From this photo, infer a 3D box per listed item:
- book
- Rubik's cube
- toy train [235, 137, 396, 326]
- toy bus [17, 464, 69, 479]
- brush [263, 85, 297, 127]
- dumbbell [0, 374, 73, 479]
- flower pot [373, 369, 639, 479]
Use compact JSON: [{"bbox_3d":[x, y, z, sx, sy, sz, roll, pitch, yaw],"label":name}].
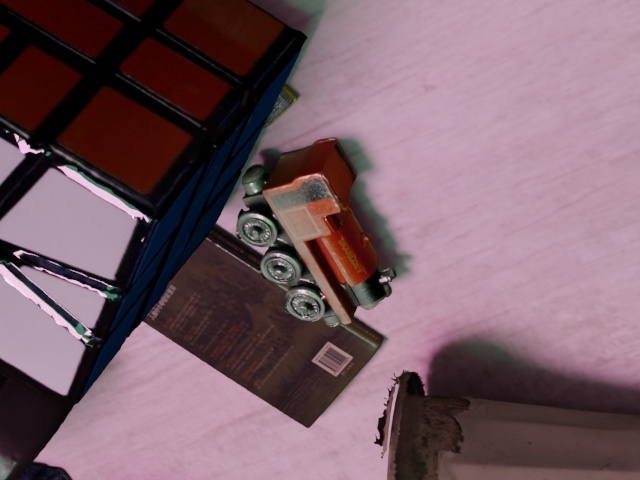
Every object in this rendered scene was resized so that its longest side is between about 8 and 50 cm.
[{"bbox_3d":[-0.069,0.081,1.837,0.228,0.024,0.160,34,135,-5],"label":"book"},{"bbox_3d":[-0.226,-0.085,1.566,0.293,0.283,0.288,35,137,3],"label":"Rubik's cube"},{"bbox_3d":[0.000,0.000,1.696,0.118,0.074,0.176,-15,120,32],"label":"toy train"},{"bbox_3d":[-0.364,0.287,2.160,0.166,0.047,0.065,5,128,24],"label":"toy bus"},{"bbox_3d":[-0.052,-0.108,1.656,0.019,0.021,0.083,45,135,-7],"label":"brush"},{"bbox_3d":[-0.424,0.115,1.919,0.322,0.203,0.204,39,135,-12],"label":"dumbbell"},{"bbox_3d":[0.190,0.255,1.723,0.259,0.290,0.290,-3,130,10],"label":"flower pot"}]
